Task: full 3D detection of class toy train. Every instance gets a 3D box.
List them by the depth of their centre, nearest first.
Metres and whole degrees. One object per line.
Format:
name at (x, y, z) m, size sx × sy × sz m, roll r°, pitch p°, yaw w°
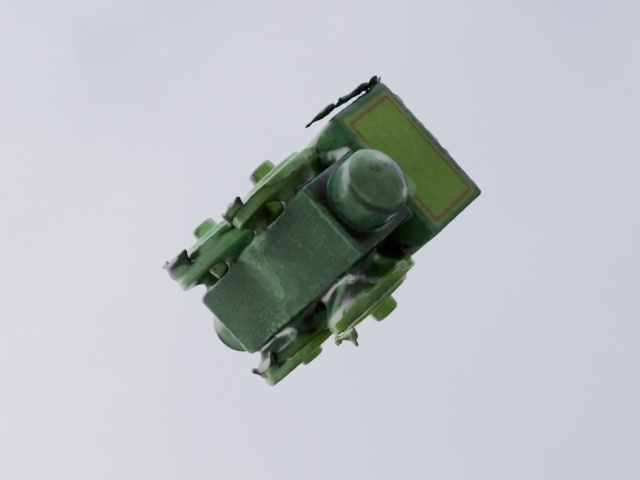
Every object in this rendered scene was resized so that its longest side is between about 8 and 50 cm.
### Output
toy train at (0.000, 0.000, 0.908) m, size 0.188 × 0.159 × 0.272 m, roll -41°, pitch -2°, yaw -40°
